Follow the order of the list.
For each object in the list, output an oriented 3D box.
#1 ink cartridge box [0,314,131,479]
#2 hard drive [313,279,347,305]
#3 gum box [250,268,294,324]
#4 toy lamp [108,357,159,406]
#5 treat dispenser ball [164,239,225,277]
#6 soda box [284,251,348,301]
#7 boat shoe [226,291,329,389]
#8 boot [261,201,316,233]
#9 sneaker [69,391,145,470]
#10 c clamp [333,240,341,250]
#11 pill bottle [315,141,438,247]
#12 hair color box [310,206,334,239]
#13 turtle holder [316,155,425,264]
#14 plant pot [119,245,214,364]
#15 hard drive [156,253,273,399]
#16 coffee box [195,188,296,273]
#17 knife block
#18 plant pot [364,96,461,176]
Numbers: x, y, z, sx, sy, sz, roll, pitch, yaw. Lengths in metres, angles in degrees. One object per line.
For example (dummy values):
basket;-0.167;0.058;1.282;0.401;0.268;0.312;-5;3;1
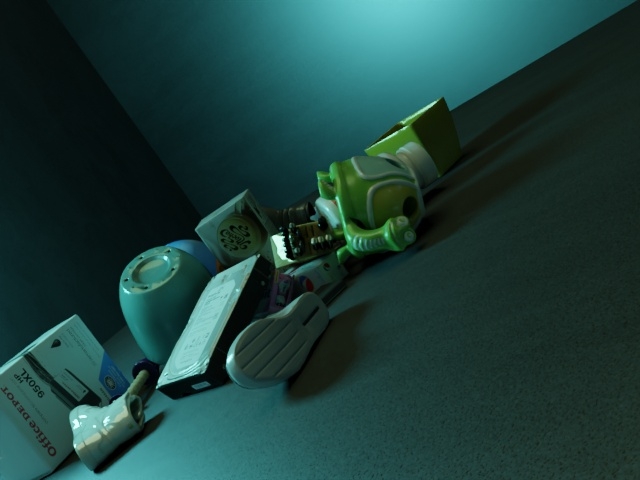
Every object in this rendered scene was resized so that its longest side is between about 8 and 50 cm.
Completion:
ink cartridge box;-0.752;0.434;1.996;0.166;0.286;0.395;-30;11;27
hard drive;-0.010;0.141;1.659;0.135;0.022;0.094;-41;10;-33
gum box;-0.138;0.146;1.814;0.188;0.062;0.107;-22;55;53
toy lamp;-0.500;0.392;1.970;0.080;0.080;0.275;-33;8;10
treat dispenser ball;-0.445;0.140;2.425;0.288;0.288;0.288;-34;9;6
soda box;-0.029;0.097;1.821;0.074;0.069;0.216;-40;11;-36
boat shoe;-0.090;0.207;1.380;0.119;0.121;0.335;-39;-5;28
boot;-0.110;0.025;2.180;0.222;0.338;0.118;-1;52;3
sneaker;-0.496;0.427;1.716;0.169;0.108;0.292;-35;18;-15
c clamp;0.018;0.035;2.141;0.160;0.022;0.137;-33;10;-3
pill bottle;0.158;-0.127;1.966;0.318;0.176;0.176;-37;9;-9
hair color box;-0.033;-0.031;2.304;0.374;0.114;0.185;-30;5;36
turtle holder;0.123;-0.087;1.692;0.227;0.244;0.320;-14;-1;2
plant pot;-0.424;0.159;2.022;0.292;0.235;0.293;-14;39;11
hard drive;-0.251;0.204;1.731;0.236;0.064;0.339;-25;33;47
coffee box;-0.189;0.030;2.023;0.168;0.297;0.119;-32;12;10
knife block;0.000;0.000;1.836;0.275;0.088;0.242;-4;-11;-44
plant pot;0.304;-0.280;2.210;0.212;0.187;0.212;-24;14;48
